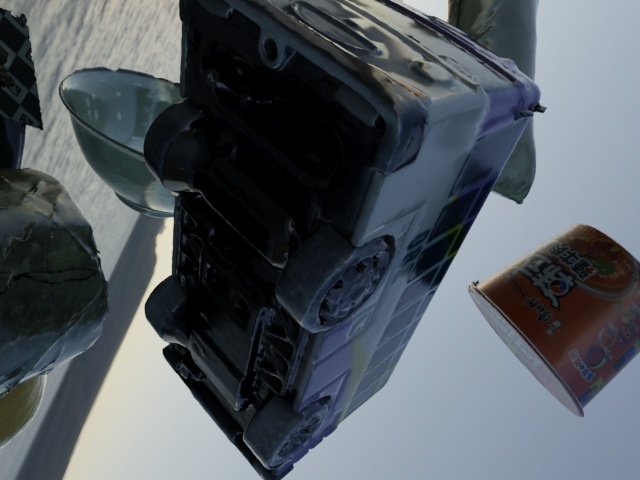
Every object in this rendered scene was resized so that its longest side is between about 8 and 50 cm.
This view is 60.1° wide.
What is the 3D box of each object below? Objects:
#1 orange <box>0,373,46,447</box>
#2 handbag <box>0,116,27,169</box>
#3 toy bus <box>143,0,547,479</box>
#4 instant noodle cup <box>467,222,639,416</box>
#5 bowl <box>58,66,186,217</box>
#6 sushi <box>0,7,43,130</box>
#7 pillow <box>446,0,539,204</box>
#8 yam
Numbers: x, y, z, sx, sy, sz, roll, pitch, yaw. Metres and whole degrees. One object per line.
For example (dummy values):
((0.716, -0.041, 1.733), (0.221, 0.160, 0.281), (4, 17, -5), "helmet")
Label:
((-0.513, 0.182, 0.732), (0.279, 0.279, 0.235), (-55, -159, 30), "orange")
((-0.488, -0.159, 0.706), (0.247, 0.223, 0.080), (-52, -177, 43), "handbag")
((0.000, 0.000, 0.511), (0.249, 0.209, 0.440), (-27, 147, -37), "toy bus")
((0.377, 0.107, 0.843), (0.192, 0.250, 0.250), (-39, -160, 2), "instant noodle cup")
((-0.236, -0.123, 0.835), (0.313, 0.313, 0.146), (-95, -153, -58), "bowl")
((-0.333, -0.188, 0.563), (0.026, 0.120, 0.126), (-65, 172, -48), "sushi")
((0.197, -0.202, 0.622), (0.075, 0.185, 0.302), (0, -95, 43), "pillow")
((-0.333, 0.042, 0.456), (0.271, 0.202, 0.201), (-30, 153, -55), "yam")
